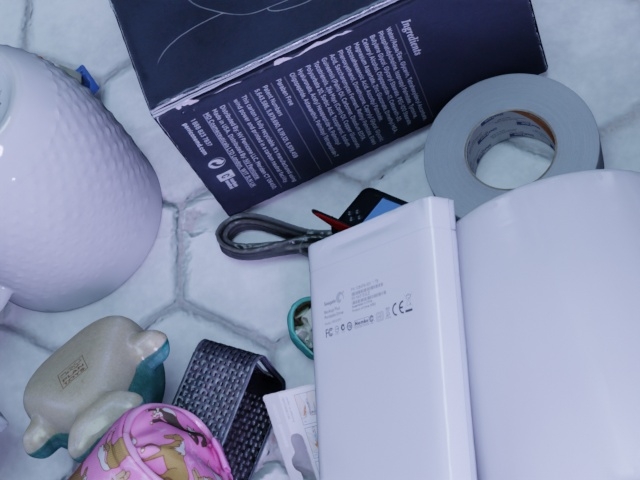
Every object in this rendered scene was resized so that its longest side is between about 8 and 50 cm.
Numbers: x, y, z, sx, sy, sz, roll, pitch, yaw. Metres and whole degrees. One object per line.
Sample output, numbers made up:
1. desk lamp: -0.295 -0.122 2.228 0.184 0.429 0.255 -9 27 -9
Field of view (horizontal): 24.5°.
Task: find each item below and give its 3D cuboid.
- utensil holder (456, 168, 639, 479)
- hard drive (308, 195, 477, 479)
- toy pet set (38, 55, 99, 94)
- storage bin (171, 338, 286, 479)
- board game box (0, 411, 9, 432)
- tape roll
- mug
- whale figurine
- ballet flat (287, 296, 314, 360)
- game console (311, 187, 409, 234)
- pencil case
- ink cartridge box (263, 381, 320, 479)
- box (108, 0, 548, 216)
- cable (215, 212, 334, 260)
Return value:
1. utensil holder: 0.299 0.166 1.560 0.327 0.327 0.385 -19 58 7
2. hard drive: 0.073 0.153 1.583 0.233 0.047 0.353 -23 66 52
3. toy pet set: -0.373 -0.208 2.103 0.114 0.065 0.122 -33 49 40
4. storage bin: -0.122 0.224 1.767 0.084 0.122 0.180 15 70 22
5. board game box: -0.544 0.135 1.830 0.097 0.224 0.303 -45 40 -6
6. tape roll: 0.243 -0.098 1.842 0.219 0.072 0.219 -6 64 13
7. mug: -0.409 -0.054 1.870 0.276 0.328 0.374 20 72 25
8. whale figurine: -0.253 0.200 1.763 0.216 0.141 0.272 -40 21 -5
9. ballet flat: 0.049 0.148 1.772 0.247 0.087 0.083 35 78 27
10. game console: 0.082 -0.025 1.779 0.144 0.085 0.124 24 55 24
11. pencil case: -0.253 0.361 1.646 0.167 0.160 0.386 38 109 -6
12. ink cartridge box: 0.064 0.234 1.711 0.224 0.056 0.181 -17 92 27
13. box: -0.025 -0.369 1.927 0.471 0.297 0.480 -25 60 6
14. cable: 0.000 0.000 1.868 0.287 0.072 0.139 24 69 25
